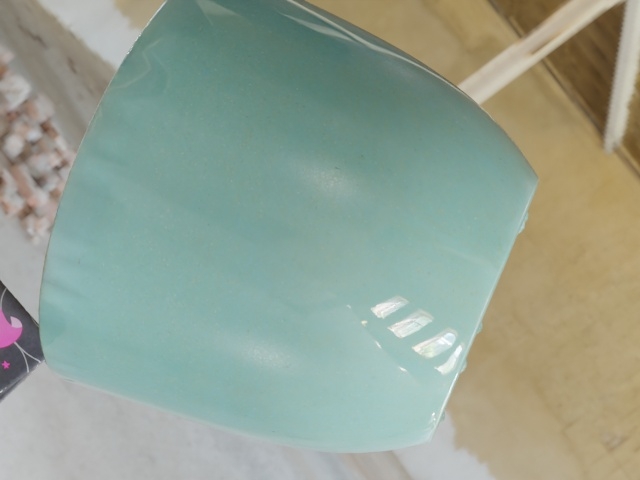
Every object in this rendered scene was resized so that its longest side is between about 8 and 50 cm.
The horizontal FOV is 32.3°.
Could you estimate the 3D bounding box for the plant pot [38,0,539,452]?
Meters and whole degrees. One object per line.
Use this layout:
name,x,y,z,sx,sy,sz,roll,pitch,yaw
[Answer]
plant pot,0.000,0.000,0.714,0.235,0.293,0.293,22,-2,10

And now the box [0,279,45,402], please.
box,-0.326,0.042,0.719,0.247,0.142,0.163,53,38,-11
